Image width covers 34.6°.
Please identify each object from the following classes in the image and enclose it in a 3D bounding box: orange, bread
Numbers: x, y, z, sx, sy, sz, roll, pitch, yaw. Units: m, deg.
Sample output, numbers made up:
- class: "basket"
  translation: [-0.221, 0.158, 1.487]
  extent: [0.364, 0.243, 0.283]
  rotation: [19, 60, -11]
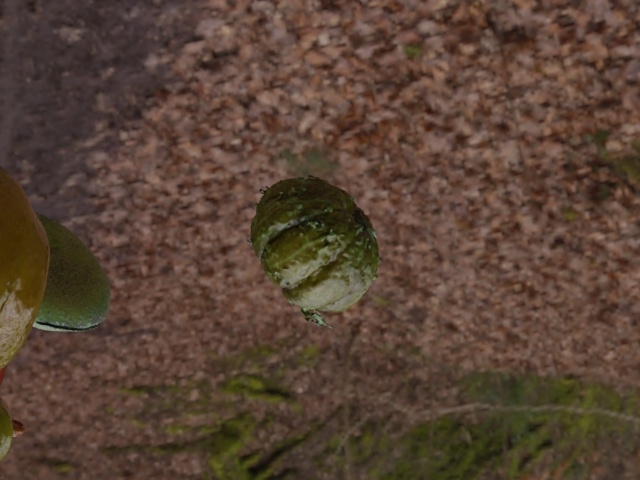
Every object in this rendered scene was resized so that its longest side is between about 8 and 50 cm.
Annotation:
- class: "orange"
  translation: [-0.409, 0.035, 1.042]
  extent: [0.235, 0.279, 0.279]
  rotation: [32, -155, 35]
- class: "bread"
  translation: [-0.463, 0.036, 1.654]
  extent: [0.045, 0.301, 0.301]
  rotation: [-51, 159, 21]
- class: "orange"
  translation: [0.000, 0.000, 2.117]
  extent: [0.223, 0.300, 0.301]
  rotation: [-34, -155, 21]

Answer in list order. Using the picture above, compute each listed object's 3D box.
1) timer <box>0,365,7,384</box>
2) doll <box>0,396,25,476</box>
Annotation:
- class: "timer"
  translation: [-0.682, 0.150, 1.635]
  extent: [0.378, 0.378, 0.279]
  rotation: [-16, -155, 33]
- class: "doll"
  translation: [-0.406, 0.229, 1.165]
  extent: [0.143, 0.135, 0.221]
  rotation: [16, -170, -20]
